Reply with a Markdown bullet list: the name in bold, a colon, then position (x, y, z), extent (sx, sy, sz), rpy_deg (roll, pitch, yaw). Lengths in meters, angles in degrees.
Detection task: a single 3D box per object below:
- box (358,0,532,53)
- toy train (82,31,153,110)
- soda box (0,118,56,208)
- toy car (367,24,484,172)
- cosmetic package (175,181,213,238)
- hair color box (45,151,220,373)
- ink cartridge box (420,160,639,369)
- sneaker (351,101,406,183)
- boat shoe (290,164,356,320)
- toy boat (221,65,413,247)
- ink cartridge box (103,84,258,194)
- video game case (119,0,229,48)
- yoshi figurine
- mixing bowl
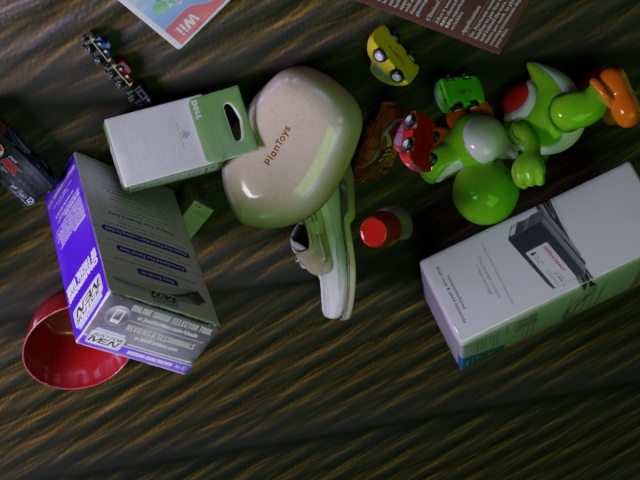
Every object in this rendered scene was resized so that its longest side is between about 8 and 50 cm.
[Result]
- **box**: position (0.134, -0.426, 1.775), extent (0.381, 0.143, 0.191), rpy_deg (15, 121, -32)
- **toy train**: position (-0.294, -0.249, 1.821), extent (0.036, 0.027, 0.158), rpy_deg (-36, 131, 4)
- **soda box**: position (-0.465, -0.126, 1.834), extent (0.060, 0.053, 0.169), rpy_deg (-34, 131, 6)
- **toy car**: position (0.171, -0.223, 1.964), extent (0.225, 0.239, 0.053), rpy_deg (-11, 172, -43)
- **cosmetic package**: position (-0.225, -0.031, 1.999), extent (0.041, 0.060, 0.115), rpy_deg (27, 112, -34)
- **hair color box**: position (-0.284, 0.029, 1.836), extent (0.185, 0.339, 0.110), rpy_deg (21, 116, -33)
- **ink cartridge box**: position (0.384, 0.051, 2.155), extent (0.394, 0.166, 0.285), rpy_deg (-25, 164, -1)
- **sneaker**: position (0.094, -0.157, 2.027), extent (0.064, 0.067, 0.175), rpy_deg (2, 142, -31)
- **boat shoe**: position (0.000, 0.000, 2.083), extent (0.103, 0.113, 0.302), rpy_deg (-8, 117, -10)
- **toy boat**: position (0.002, -0.096, 1.920), extent (0.267, 0.318, 0.148), rpy_deg (-53, 170, 15)
- **ink cartridge box**: position (-0.210, -0.151, 1.868), extent (0.209, 0.109, 0.062), rpy_deg (-17, 173, -12)
- **video game case**: position (-0.225, -0.417, 1.716), extent (0.204, 0.025, 0.285), rpy_deg (-42, 130, 13)
- **yoshi figurine**: position (0.347, -0.143, 2.048), extent (0.362, 0.203, 0.204), rpy_deg (-24, 138, 2)
- **mixing bowl**: position (-0.403, 0.147, 2.044), extent (0.181, 0.098, 0.181), rpy_deg (-10, 129, -13)
